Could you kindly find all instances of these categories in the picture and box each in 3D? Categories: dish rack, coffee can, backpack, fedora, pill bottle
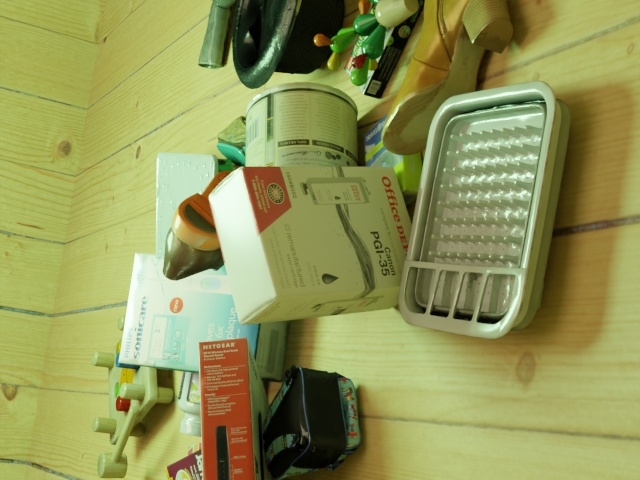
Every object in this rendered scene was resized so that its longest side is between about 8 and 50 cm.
[{"bbox_3d":[0.226,-0.036,1.407,0.285,0.072,0.332,2,81,64],"label":"dish rack"},{"bbox_3d":[-0.031,-0.102,1.793,0.201,0.202,0.275,-38,46,52],"label":"coffee can"},{"bbox_3d":[-0.024,0.307,1.697,0.173,0.117,0.158,124,147,-45],"label":"backpack"},{"bbox_3d":[-0.051,-0.444,2.032,0.334,0.153,0.334,-36,48,53],"label":"fedora"},{"bbox_3d":[-0.228,0.296,2.114,0.108,0.108,0.193,-1,78,63],"label":"pill bottle"}]

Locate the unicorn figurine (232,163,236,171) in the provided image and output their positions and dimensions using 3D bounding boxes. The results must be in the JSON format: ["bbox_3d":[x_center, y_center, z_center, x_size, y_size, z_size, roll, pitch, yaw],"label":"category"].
[{"bbox_3d":[-0.218,-0.115,2.324,0.111,0.060,0.161,-166,86,-68],"label":"unicorn figurine"}]

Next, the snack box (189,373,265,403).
[{"bbox_3d":[-0.177,0.270,2.015,0.141,0.037,0.100,1,78,23],"label":"snack box"}]

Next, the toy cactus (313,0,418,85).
[{"bbox_3d":[0.082,-0.373,1.737,0.181,0.112,0.218,-14,58,50],"label":"toy cactus"}]

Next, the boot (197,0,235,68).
[{"bbox_3d":[-0.243,-0.525,2.532,0.190,0.076,0.208,174,114,-77],"label":"boot"}]

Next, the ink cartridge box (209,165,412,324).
[{"bbox_3d":[0.000,0.000,1.556,0.117,0.283,0.207,-37,63,49],"label":"ink cartridge box"}]

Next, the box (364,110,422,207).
[{"bbox_3d":[0.118,-0.133,1.695,0.109,0.042,0.178,-40,46,51],"label":"box"}]

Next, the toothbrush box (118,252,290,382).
[{"bbox_3d":[-0.212,0.143,1.970,0.296,0.126,0.216,3,80,27],"label":"toothbrush box"}]

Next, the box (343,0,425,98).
[{"bbox_3d":[0.112,-0.361,1.808,0.207,0.036,0.114,-64,29,25],"label":"box"}]

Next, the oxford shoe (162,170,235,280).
[{"bbox_3d":[-0.180,-0.029,1.891,0.132,0.130,0.364,-59,-13,26],"label":"oxford shoe"}]

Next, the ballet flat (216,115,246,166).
[{"bbox_3d":[-0.106,-0.184,2.094,0.348,0.123,0.123,33,108,60],"label":"ballet flat"}]

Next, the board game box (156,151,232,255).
[{"bbox_3d":[-0.286,0.001,2.334,0.390,0.050,0.389,12,101,63],"label":"board game box"}]

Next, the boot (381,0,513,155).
[{"bbox_3d":[0.181,-0.289,1.592,0.295,0.104,0.211,-51,31,34],"label":"boot"}]

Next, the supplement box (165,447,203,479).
[{"bbox_3d":[-0.208,0.448,1.977,0.188,0.081,0.104,-36,67,48],"label":"supplement box"}]

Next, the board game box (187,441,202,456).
[{"bbox_3d":[-0.240,0.538,2.119,0.124,0.039,0.259,-34,52,55],"label":"board game box"}]

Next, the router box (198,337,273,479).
[{"bbox_3d":[-0.134,0.360,1.737,0.335,0.082,0.301,83,-178,-64],"label":"router box"}]

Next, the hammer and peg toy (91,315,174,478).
[{"bbox_3d":[-0.442,0.368,2.483,0.266,0.127,0.361,-49,39,42],"label":"hammer and peg toy"}]
